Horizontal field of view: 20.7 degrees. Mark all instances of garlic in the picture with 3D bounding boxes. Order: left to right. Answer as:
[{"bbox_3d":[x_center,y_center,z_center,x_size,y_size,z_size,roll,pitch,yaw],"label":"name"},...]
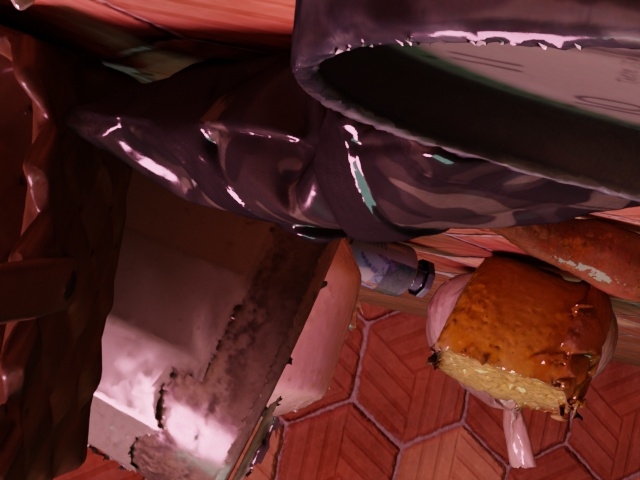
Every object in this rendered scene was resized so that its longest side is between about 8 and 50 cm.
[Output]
[{"bbox_3d":[0.215,0.146,1.945,0.219,0.212,0.218,6,174,1],"label":"garlic"}]

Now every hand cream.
[{"bbox_3d":[0.000,0.000,1.749,0.256,0.055,0.088,21,168,-26],"label":"hand cream"}]

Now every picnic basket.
[{"bbox_3d":[-0.250,0.011,0.905,0.254,0.291,0.321,10,-176,17],"label":"picnic basket"}]

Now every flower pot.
[{"bbox_3d":[-0.129,0.031,1.169,0.259,0.290,0.290,23,175,-3],"label":"flower pot"}]

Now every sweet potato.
[{"bbox_3d":[0.172,-0.001,1.241,0.214,0.050,0.050,21,172,-28],"label":"sweet potato"}]

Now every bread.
[{"bbox_3d":[0.202,0.087,1.708,0.160,0.147,0.260,20,173,11],"label":"bread"}]

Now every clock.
[{"bbox_3d":[0.149,-0.050,0.518,0.325,0.067,0.325,11,176,1],"label":"clock"}]

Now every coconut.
[{"bbox_3d":[-0.081,0.066,1.554,0.224,0.234,0.224,10,180,0],"label":"coconut"}]

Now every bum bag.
[{"bbox_3d":[0.015,-0.043,0.802,0.144,0.095,0.340,-4,-172,-40],"label":"bum bag"}]

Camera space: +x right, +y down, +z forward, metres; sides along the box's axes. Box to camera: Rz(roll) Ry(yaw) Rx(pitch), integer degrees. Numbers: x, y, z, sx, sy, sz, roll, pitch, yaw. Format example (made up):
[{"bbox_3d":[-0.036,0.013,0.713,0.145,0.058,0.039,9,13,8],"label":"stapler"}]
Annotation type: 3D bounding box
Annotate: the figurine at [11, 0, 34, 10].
[{"bbox_3d":[-0.150,-0.099,0.485,0.154,0.132,0.132,-1,174,7],"label":"figurine"}]
